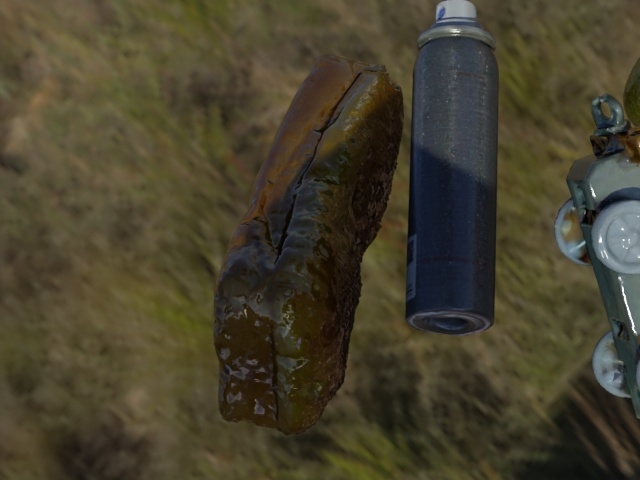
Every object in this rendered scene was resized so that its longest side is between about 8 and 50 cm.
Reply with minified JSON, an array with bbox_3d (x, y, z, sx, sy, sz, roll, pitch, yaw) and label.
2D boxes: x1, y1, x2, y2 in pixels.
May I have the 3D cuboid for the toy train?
[{"bbox_3d":[0.207,0.018,1.095,0.127,0.219,0.089,-18,5,-7],"label":"toy train"}]

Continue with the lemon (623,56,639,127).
[{"bbox_3d":[0.287,-0.121,1.604,0.110,0.082,0.082,-51,34,27],"label":"lemon"}]

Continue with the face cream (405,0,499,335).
[{"bbox_3d":[0.110,-0.064,1.651,0.073,0.073,0.283,-11,67,35],"label":"face cream"}]

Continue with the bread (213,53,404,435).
[{"bbox_3d":[0.000,0.000,1.756,0.109,0.185,0.380,5,39,13],"label":"bread"}]
